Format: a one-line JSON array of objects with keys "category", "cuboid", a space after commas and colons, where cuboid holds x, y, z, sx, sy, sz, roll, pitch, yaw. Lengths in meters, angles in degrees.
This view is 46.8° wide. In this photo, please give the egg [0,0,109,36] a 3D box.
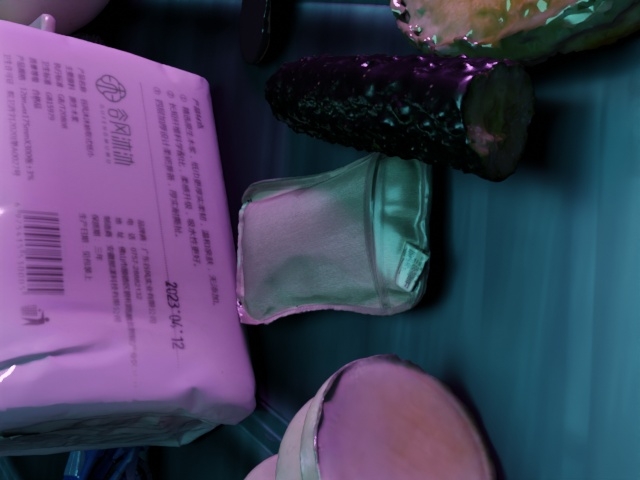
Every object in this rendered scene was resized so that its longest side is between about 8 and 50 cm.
[{"category": "egg", "cuboid": [-0.353, -0.366, 0.978, 0.286, 0.174, 0.264, -172, 96, -74]}]

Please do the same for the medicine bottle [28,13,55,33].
[{"category": "medicine bottle", "cuboid": [-0.377, -0.049, 0.893, 0.235, 0.235, 0.406, -1, 84, 51]}]

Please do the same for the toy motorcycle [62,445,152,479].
[{"category": "toy motorcycle", "cuboid": [-0.226, 0.184, 0.770, 0.076, 0.114, 0.205, -16, 72, 48]}]

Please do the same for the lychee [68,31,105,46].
[{"category": "lychee", "cuboid": [-0.316, -0.242, 0.989, 0.083, 0.068, 0.067, 40, 156, 43]}]

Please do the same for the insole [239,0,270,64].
[{"category": "insole", "cuboid": [-0.039, -0.326, 0.638, 0.119, 0.009, 0.348, -126, 41, -56]}]

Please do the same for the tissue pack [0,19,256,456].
[{"category": "tissue pack", "cuboid": [-0.223, 0.010, 0.675, 0.194, 0.266, 0.357, -34, 59, 43]}]

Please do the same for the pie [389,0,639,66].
[{"category": "pie", "cuboid": [0.135, -0.226, 0.441, 0.274, 0.055, 0.274, -11, 76, 49]}]

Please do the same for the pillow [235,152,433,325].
[{"category": "pillow", "cuboid": [0.000, 0.000, 0.581, 0.232, 0.038, 0.131, -13, 72, 48]}]

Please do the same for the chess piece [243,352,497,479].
[{"category": "chess piece", "cuboid": [-0.004, 0.191, 0.507, 0.243, 0.133, 0.133, -49, 50, 43]}]

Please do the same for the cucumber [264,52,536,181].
[{"category": "cucumber", "cuboid": [0.028, -0.096, 0.523, 0.300, 0.072, 0.072, 22, 102, 57]}]
